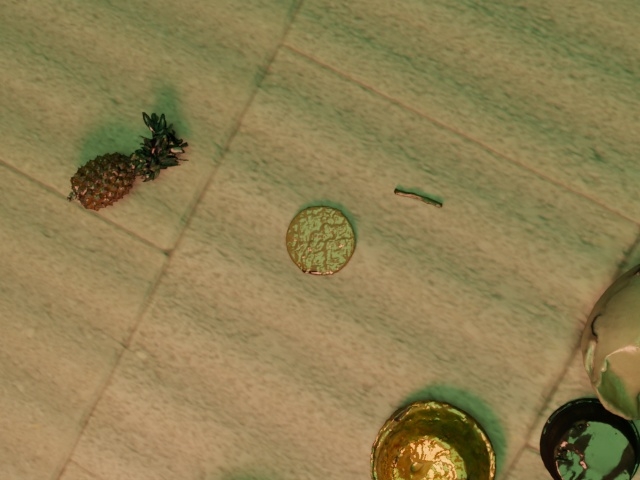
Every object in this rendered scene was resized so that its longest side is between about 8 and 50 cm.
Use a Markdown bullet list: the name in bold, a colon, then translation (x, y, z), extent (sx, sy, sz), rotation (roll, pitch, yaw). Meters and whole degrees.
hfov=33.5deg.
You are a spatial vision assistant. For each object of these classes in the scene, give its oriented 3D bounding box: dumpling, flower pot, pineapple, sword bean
- **dumpling**: translation (0.521, 0.147, 1.601), extent (0.227, 0.175, 0.243), rotation (35, 114, -21)
- **flower pot**: translation (0.418, 0.326, 1.634), extent (0.157, 0.107, 0.157), rotation (0, 88, 10)
- **pineapple**: translation (-0.331, -0.126, 1.777), extent (0.221, 0.083, 0.103), rotation (-30, 86, 6)
- **sword bean**: translation (0.159, -0.069, 1.727), extent (0.083, 0.012, 0.012), rotation (18, 93, 11)

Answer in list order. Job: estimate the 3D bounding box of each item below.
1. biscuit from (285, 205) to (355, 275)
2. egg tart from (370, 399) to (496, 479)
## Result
- **biscuit**: translation (0.000, 0.000, 1.753), extent (0.120, 0.015, 0.120), rotation (0, 89, 10)
- **egg tart**: translation (0.175, 0.359, 1.689), extent (0.212, 0.090, 0.212), rotation (0, 92, 14)
